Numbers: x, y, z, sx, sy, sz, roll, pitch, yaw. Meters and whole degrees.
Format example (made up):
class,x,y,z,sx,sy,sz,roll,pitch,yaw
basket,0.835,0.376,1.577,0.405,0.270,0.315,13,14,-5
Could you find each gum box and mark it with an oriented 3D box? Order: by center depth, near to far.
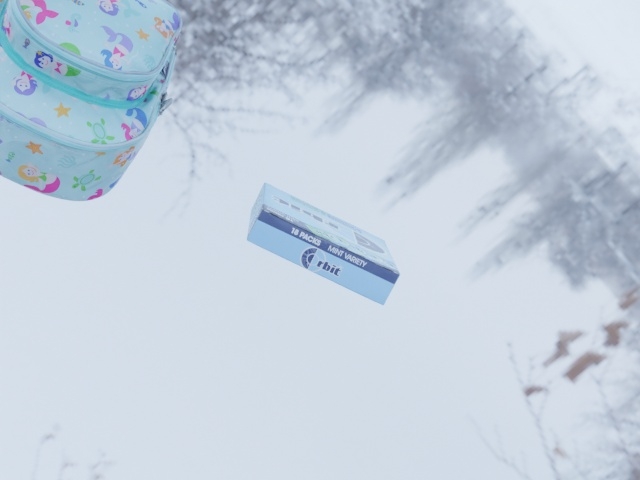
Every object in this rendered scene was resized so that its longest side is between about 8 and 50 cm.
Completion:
class,x,y,z,sx,sy,sz,roll,pitch,yaw
gum box,0.000,0.000,1.250,0.157,0.041,0.184,26,-172,-7

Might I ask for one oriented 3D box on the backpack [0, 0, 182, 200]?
class,x,y,z,sx,sy,sz,roll,pitch,yaw
backpack,-0.273,-0.176,1.236,0.225,0.191,0.253,27,-133,-15
